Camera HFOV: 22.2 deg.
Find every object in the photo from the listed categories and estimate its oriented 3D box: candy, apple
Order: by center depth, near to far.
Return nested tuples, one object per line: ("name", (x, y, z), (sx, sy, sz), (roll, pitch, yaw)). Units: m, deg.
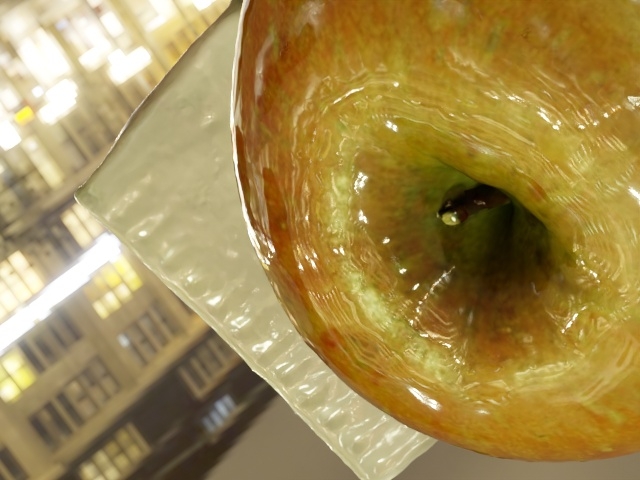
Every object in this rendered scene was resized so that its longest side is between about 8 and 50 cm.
("apple", (0.080, -0.044, 0.564), (0.237, 0.237, 0.207), (-26, -163, 38))
("candy", (0.002, -0.002, 1.279), (0.208, 0.359, 0.145), (-45, -176, 13))
